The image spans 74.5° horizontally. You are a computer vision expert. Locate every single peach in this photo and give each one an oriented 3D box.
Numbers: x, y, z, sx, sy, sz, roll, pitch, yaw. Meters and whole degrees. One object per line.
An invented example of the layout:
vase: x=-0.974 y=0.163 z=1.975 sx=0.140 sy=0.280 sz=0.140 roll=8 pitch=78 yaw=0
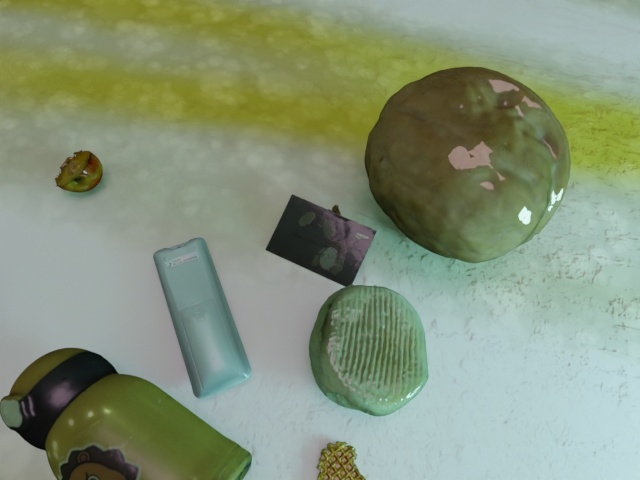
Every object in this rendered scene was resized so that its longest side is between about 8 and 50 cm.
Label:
peach: x=-0.490 y=-0.136 z=0.865 sx=0.098 sy=0.061 sz=0.098 roll=-15 pitch=50 yaw=19

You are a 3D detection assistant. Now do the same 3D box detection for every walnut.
walnut: x=0.261 y=-0.134 z=0.795 sx=0.381 sy=0.381 sz=0.381 roll=2 pitch=62 yaw=-4

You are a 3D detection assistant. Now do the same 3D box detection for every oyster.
oyster: x=0.009 y=-0.030 z=0.882 sx=0.083 sy=0.038 sz=0.080 roll=-18 pitch=53 yaw=13

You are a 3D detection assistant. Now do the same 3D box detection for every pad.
pad: x=0.000 y=0.000 z=0.844 sx=0.190 sy=0.004 sz=0.127 roll=24 pitch=87 yaw=8

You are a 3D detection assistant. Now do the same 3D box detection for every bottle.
bottle: x=-0.288 y=0.289 z=0.604 sx=0.351 sy=0.171 sz=0.171 roll=29 pitch=63 yaw=12

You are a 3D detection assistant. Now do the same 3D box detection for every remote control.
remote control: x=-0.219 y=0.126 z=0.759 sx=0.103 sy=0.051 sz=0.293 roll=-20 pitch=65 yaw=-15

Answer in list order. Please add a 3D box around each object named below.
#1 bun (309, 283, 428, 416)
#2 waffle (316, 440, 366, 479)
bun: x=0.077 y=0.189 z=0.724 sx=0.221 sy=0.108 sz=0.221 roll=6 pitch=61 yaw=-12
waffle: x=0.033 y=0.368 z=0.674 sx=0.078 sy=0.016 sz=0.085 roll=-3 pitch=62 yaw=-8
